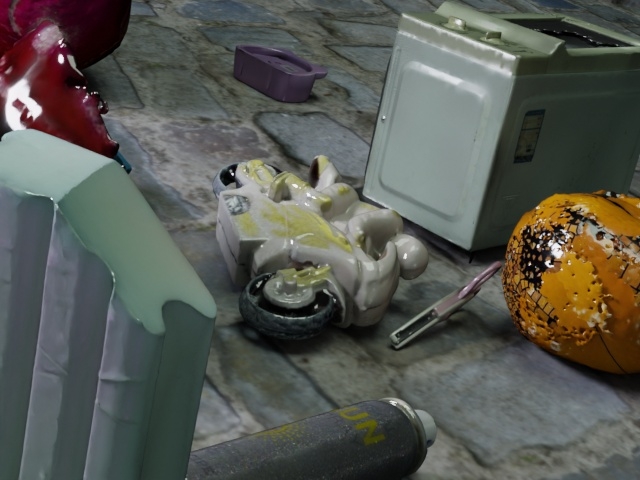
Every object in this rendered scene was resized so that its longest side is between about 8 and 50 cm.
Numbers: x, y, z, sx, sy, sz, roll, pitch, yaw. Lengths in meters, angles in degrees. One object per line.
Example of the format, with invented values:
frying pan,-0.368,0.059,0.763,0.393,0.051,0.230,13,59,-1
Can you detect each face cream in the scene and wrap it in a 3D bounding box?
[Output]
face cream,-0.013,0.176,1.018,0.283,0.073,0.073,-9,30,-45

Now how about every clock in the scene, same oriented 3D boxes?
clock,-0.067,-0.274,2.151,0.110,0.050,0.152,-7,30,-43

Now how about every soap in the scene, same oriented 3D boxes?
soap,-0.167,0.093,0.834,0.172,0.290,0.095,21,24,21

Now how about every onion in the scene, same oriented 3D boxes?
onion,-0.487,-0.392,1.830,0.420,0.399,0.398,-19,33,-19
onion,-0.280,-0.059,1.209,0.146,0.280,0.314,-13,30,-22

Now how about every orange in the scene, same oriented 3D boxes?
orange,0.310,0.045,1.403,0.234,0.182,0.234,17,10,-3

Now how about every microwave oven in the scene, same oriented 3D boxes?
microwave oven,0.249,-0.157,1.728,0.218,0.286,0.354,30,27,37

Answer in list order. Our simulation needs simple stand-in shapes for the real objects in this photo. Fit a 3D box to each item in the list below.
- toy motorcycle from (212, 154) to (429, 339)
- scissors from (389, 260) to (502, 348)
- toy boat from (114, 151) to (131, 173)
toy motorcycle,0.000,0.000,1.419,0.222,0.108,0.341,-1,31,-15
scissors,0.130,0.073,1.395,0.022,0.085,0.176,50,45,11
toy boat,-0.290,-0.069,1.481,0.102,0.088,0.215,56,33,9
